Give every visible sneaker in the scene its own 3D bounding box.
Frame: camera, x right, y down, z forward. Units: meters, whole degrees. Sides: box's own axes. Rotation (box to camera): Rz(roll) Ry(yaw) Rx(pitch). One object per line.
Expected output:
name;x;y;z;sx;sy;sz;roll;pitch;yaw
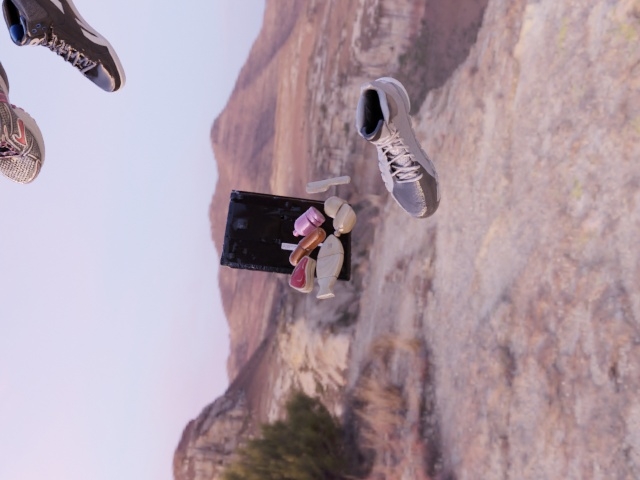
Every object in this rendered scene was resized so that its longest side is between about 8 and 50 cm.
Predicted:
sneaker;0.104;-0.133;1.036;0.132;0.086;0.229;-23;-88;-64
sneaker;-0.550;-0.181;1.151;0.299;0.121;0.112;89;166;-62
sneaker;-0.408;-0.304;1.073;0.217;0.079;0.121;55;-141;-21

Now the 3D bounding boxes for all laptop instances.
laptop;-0.064;-0.016;1.335;0.136;0.234;0.264;104;171;-55

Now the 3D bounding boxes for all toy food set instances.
toy food set;0.000;0.000;0.655;0.019;0.078;0.122;32;-117;-41
